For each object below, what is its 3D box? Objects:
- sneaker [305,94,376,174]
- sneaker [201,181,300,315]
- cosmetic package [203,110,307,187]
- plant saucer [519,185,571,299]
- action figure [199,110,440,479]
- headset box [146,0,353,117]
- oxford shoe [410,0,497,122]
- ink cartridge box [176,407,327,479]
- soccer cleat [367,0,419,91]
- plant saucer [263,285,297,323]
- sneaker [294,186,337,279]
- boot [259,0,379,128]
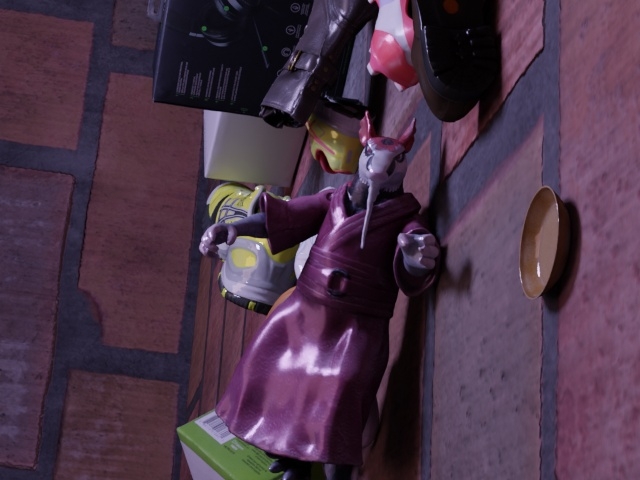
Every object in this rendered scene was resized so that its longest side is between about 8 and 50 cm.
[{"bbox_3d":[0.013,-0.135,1.827,0.208,0.082,0.094,-122,38,-74],"label":"sneaker"},{"bbox_3d":[-0.088,-0.018,2.234,0.147,0.145,0.384,-65,22,17],"label":"sneaker"},{"bbox_3d":[-0.083,-0.279,2.274,0.365,0.155,0.197,109,162,-45],"label":"cosmetic package"},{"bbox_3d":[0.164,0.002,1.040,0.083,0.015,0.083,-173,90,-81],"label":"plant saucer"},{"bbox_3d":[0.039,0.056,1.430,0.276,0.248,0.370,16,-84,-58],"label":"action figure"},{"bbox_3d":[-0.099,-0.308,2.007,0.131,0.283,0.246,-101,20,-60],"label":"headset box"},{"bbox_3d":[0.111,-0.211,1.318,0.096,0.083,0.227,107,168,-63],"label":"oxford shoe"},{"bbox_3d":[-0.057,0.335,1.677,0.189,0.097,0.255,28,139,54],"label":"ink cartridge box"},{"bbox_3d":[0.094,-0.259,1.506,0.095,0.083,0.248,-43,30,35],"label":"soccer cleat"},{"bbox_3d":[-0.017,0.149,1.646,0.200,0.037,0.199,4,95,53],"label":"plant saucer"},{"bbox_3d":[0.000,0.000,1.877,0.061,0.054,0.152,130,147,-67],"label":"sneaker"},{"bbox_3d":[-0.011,-0.246,1.794,0.229,0.091,0.263,-59,14,2],"label":"boot"}]
